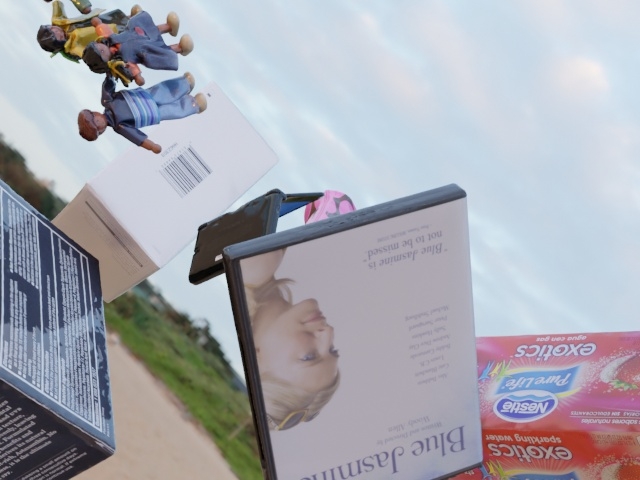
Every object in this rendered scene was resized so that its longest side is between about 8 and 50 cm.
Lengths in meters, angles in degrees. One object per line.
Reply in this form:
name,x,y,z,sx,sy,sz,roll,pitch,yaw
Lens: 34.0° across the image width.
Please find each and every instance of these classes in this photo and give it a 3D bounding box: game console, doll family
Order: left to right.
doll family,-0.177,-0.158,0.875,0.193,0.111,0.076,50,-41,22
game console,-0.064,-0.003,1.067,0.122,0.107,0.071,-24,-45,39

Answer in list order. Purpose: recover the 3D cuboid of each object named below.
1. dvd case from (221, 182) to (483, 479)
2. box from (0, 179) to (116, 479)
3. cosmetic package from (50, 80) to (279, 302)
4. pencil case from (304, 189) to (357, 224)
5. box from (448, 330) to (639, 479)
dvd case,0.033,0.095,0.781,0.022,0.180,0.253,-132,-151,-57
box,-0.382,0.081,1.090,0.294,0.182,0.296,49,16,-42
cosmetic package,-0.207,-0.056,1.345,0.138,0.224,0.224,50,-30,-9
pencil case,0.000,0.000,1.454,0.209,0.095,0.098,-69,144,-64
box,0.222,0.168,0.938,0.257,0.123,0.128,-7,-55,42
